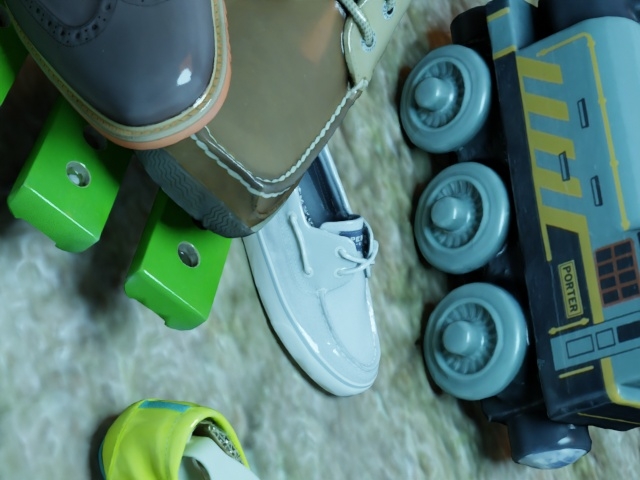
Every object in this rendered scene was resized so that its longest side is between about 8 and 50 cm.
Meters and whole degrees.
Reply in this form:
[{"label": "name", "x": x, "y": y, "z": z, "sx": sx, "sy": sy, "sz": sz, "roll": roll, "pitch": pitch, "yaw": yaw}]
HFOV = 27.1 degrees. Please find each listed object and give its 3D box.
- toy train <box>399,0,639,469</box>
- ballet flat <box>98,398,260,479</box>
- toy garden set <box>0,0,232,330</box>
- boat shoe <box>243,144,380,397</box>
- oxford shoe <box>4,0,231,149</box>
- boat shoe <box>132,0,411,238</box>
[{"label": "toy train", "x": 0.166, "y": -0.022, "z": 0.881, "sx": 0.142, "sy": 0.190, "sz": 0.334, "roll": 18, "pitch": 60, "yaw": -45}, {"label": "ballet flat", "x": -0.030, "y": 0.178, "z": 0.643, "sx": 0.077, "sy": 0.077, "sz": 0.231, "roll": -36, "pitch": 101, "yaw": -50}, {"label": "toy garden set", "x": -0.140, "y": -0.091, "z": 0.663, "sx": 0.244, "sy": 0.049, "sz": 0.204, "roll": 39, "pitch": 40, "yaw": -24}, {"label": "boat shoe", "x": 0.000, "y": 0.000, "z": 0.774, "sx": 0.066, "sy": 0.063, "sz": 0.184, "roll": -14, "pitch": 84, "yaw": -52}, {"label": "oxford shoe", "x": -0.120, "y": -0.162, "z": 0.589, "sx": 0.271, "sy": 0.097, "sz": 0.098, "roll": 63, "pitch": 0, "yaw": 22}, {"label": "boat shoe", "x": -0.011, "y": -0.137, "z": 0.700, "sx": 0.122, "sy": 0.120, "sz": 0.324, "roll": 41, "pitch": 36, "yaw": -20}]
